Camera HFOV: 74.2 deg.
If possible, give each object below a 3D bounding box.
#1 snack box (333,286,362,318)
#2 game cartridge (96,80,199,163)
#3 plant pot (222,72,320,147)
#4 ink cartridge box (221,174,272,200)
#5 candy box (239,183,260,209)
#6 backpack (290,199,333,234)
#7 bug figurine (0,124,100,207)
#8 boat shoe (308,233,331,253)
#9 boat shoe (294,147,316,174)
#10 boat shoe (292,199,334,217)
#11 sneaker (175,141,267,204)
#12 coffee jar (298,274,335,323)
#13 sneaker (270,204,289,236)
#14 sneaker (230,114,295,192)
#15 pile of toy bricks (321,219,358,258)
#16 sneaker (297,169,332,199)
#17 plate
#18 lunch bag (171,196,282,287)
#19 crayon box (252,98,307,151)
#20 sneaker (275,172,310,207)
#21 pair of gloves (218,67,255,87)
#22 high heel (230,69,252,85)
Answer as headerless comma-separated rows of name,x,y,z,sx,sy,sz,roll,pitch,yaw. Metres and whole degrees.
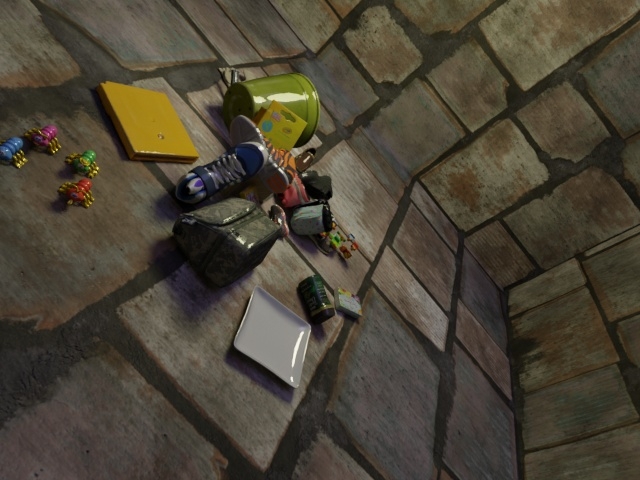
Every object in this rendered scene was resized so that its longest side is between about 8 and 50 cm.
snack box,0.122,0.279,1.891,0.141,0.037,0.100,29,40,-35
game cartridge,-0.635,-0.432,1.569,0.285,0.053,0.323,-10,66,-56
plant pot,-0.255,-0.619,2.013,0.353,0.366,0.366,-16,72,-46
ink cartridge box,-0.268,-0.248,1.734,0.235,0.193,0.088,-5,64,-56
candy box,-0.265,-0.107,1.649,0.105,0.027,0.205,-61,150,-58
backpack,-0.043,-0.095,1.905,0.115,0.182,0.151,-80,163,-54
bug figurine,-0.744,-0.224,1.186,0.279,0.072,0.216,35,35,-27
boat shoe,0.000,0.000,1.990,0.152,0.049,0.056,46,33,-12
boat shoe,-0.084,-0.438,2.266,0.095,0.095,0.257,45,32,-15
boat shoe,-0.036,-0.153,2.058,0.255,0.095,0.079,10,63,-38
sneaker,-0.355,-0.221,1.473,0.130,0.323,0.236,63,27,-19
coffee jar,-0.014,0.236,1.693,0.079,0.096,0.184,1,58,-50
sneaker,-0.188,-0.088,1.818,0.065,0.061,0.157,-2,61,-47
sneaker,-0.211,-0.337,1.614,0.321,0.125,0.180,58,26,-16
pile of toy bricks,0.080,0.003,2.036,0.212,0.118,0.105,51,38,-3
sneaker,-0.025,-0.280,2.191,0.286,0.109,0.130,4,65,-49
plate,-0.163,0.330,1.449,0.277,0.045,0.278,42,33,-21
lunch bag,-0.319,-0.018,1.443,0.256,0.212,0.305,38,30,6
crayon box,-0.226,-0.438,1.866,0.202,0.318,0.081,28,11,-37
sneaker,-0.159,-0.264,1.975,0.115,0.136,0.313,64,-1,-42
pair of gloves,-0.415,-0.825,2.256,0.240,0.042,0.204,-12,75,-51
high heel,-0.375,-0.731,2.163,0.261,0.093,0.186,8,84,-61
